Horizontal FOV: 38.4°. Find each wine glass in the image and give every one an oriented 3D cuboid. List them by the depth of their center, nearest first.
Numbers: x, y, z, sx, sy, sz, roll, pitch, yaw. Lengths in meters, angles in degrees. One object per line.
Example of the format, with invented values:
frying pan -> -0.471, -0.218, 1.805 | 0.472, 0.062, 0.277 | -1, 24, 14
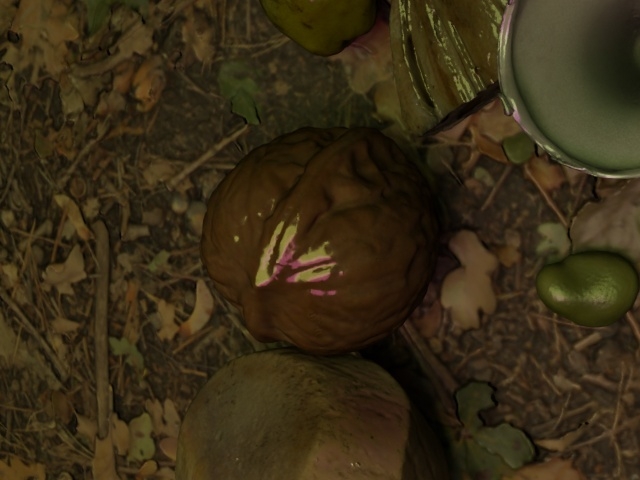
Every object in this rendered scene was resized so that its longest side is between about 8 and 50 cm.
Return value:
wine glass -> 0.226, -0.130, 0.633 | 0.164, 0.196, 0.165 | 6, 102, 30

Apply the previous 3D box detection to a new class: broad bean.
broad bean -> 0.218, 0.040, 0.755 | 0.083, 0.045, 0.063 | -3, 85, 21

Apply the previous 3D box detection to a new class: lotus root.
lotus root -> 0.120, -0.177, 0.756 | 0.143, 0.070, 0.144 | -22, 87, 44

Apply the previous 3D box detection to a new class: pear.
pear -> -0.004, -0.226, 0.794 | 0.107, 0.107, 0.131 | -23, 95, 29

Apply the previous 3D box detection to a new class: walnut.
walnut -> 0.000, 0.000, 0.768 | 0.213, 0.213, 0.213 | 5, 101, 28

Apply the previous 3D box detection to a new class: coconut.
coconut -> -0.008, 0.221, 0.812 | 0.259, 0.259, 0.259 | 5, 101, 28
